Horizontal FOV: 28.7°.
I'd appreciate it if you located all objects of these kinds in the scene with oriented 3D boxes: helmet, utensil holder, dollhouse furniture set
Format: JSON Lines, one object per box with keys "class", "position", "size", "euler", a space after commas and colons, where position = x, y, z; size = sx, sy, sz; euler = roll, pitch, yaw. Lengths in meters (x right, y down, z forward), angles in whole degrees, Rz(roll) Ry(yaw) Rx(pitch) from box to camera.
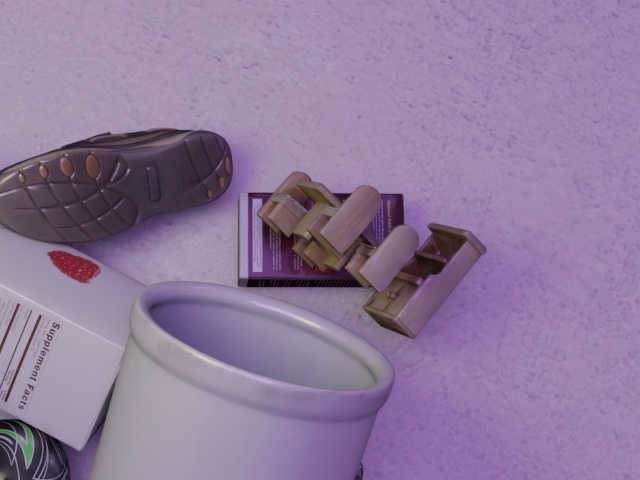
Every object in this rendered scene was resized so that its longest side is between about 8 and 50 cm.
{"class": "helmet", "position": [-0.407, 0.316, 1.636], "size": [0.161, 0.169, 0.170], "euler": [6, 74, 15]}
{"class": "utensil holder", "position": [-0.123, 0.287, 1.532], "size": [0.327, 0.327, 0.386], "euler": [19, 102, -1]}
{"class": "dollhouse furniture set", "position": [0.077, -0.012, 1.683], "size": [0.242, 0.212, 0.161], "euler": [45, 78, -23]}

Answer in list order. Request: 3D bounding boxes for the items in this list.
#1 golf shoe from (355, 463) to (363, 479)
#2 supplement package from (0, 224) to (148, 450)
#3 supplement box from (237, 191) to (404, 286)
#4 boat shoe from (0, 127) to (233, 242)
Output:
{"class": "golf shoe", "position": [-0.033, 0.332, 1.734], "size": [0.186, 0.068, 0.086], "euler": [-5, 34, 4]}
{"class": "supplement package", "position": [-0.383, 0.108, 1.657], "size": [0.292, 0.177, 0.175], "euler": [27, 113, 1]}
{"class": "supplement box", "position": [0.000, 0.000, 1.811], "size": [0.239, 0.073, 0.130], "euler": [1, 77, -5]}
{"class": "boat shoe", "position": [-0.298, -0.082, 1.747], "size": [0.355, 0.130, 0.132], "euler": [-10, 108, -31]}
